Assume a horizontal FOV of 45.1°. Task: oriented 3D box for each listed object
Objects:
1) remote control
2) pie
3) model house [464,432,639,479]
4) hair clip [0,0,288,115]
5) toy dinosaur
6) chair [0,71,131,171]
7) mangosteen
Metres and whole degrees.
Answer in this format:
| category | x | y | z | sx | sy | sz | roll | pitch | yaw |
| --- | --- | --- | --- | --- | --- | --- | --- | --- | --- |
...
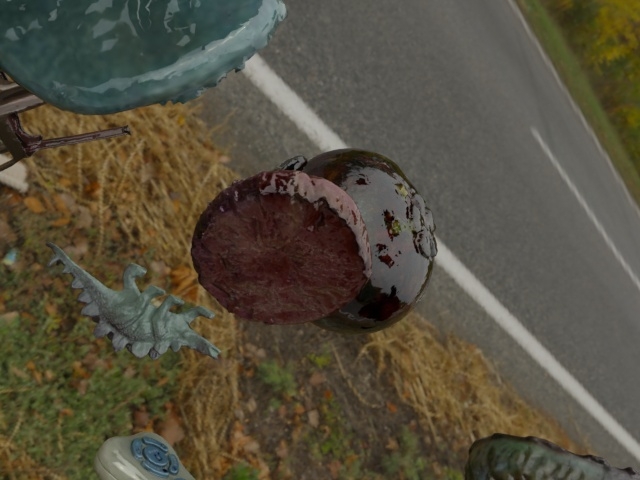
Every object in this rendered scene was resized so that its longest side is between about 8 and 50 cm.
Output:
| category | x | y | z | sx | sy | sz | roll | pitch | yaw |
| --- | --- | --- | --- | --- | --- | --- | --- | --- | --- |
| remote control | -0.114 | 0.193 | 0.578 | 0.122 | 0.032 | 0.074 | 41 | 11 | 22 |
| pie | -0.029 | 0.010 | 0.614 | 0.154 | 0.154 | 0.036 | 48 | 28 | -31 |
| model house | 0.275 | 0.470 | 0.896 | 0.339 | 0.360 | 0.297 | -50 | 149 | -38 |
| hair clip | -0.211 | -0.194 | 0.333 | 0.238 | 0.318 | 0.392 | 66 | 8 | -57 |
| toy dinosaur | -0.192 | 0.065 | 0.760 | 0.209 | 0.082 | 0.039 | 34 | 1 | 1 |
| chair | -0.430 | -0.175 | 0.988 | 0.183 | 0.326 | 0.175 | 93 | -27 | -64 |
| mangosteen | 0.000 | 0.000 | 0.960 | 0.231 | 0.289 | 0.231 | 3 | 90 | -68 |
